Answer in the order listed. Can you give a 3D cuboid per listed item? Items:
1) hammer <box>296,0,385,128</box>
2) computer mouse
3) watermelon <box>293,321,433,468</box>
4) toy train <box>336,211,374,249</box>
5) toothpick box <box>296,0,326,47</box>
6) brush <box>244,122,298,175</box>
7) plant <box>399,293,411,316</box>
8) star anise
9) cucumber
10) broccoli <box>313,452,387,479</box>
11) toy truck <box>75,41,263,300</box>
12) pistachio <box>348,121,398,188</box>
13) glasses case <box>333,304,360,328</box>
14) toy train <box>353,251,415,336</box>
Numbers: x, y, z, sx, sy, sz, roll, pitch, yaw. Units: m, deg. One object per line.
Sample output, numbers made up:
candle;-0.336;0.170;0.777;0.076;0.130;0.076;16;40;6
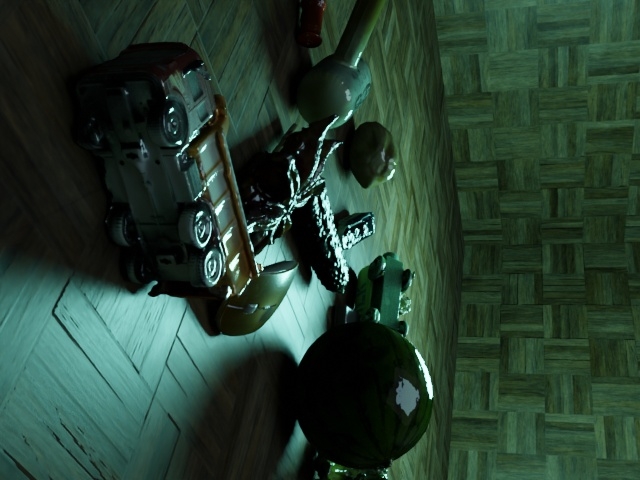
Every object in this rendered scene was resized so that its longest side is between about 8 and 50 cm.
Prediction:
hammer;0.059;-0.349;1.303;0.202;0.113;0.305;-65;178;-61
computer mouse;-0.079;0.076;1.033;0.102;0.045;0.199;-60;168;12
watermelon;0.071;0.256;1.256;0.242;0.243;0.242;-1;90;-74
toy train;0.060;-0.019;1.558;0.234;0.051;0.052;-29;116;-68
toothpick box;-0.017;-0.383;1.330;0.047;0.047;0.083;53;40;-63
brush;-0.071;-0.128;1.150;0.248;0.036;0.043;-67;162;-62
plant;0.158;0.138;1.820;0.121;0.105;0.116;62;-3;-5
star anise;-0.075;-0.064;0.968;0.272;0.103;0.272;-51;174;-8
cucumber;-0.002;0.000;1.314;0.300;0.072;0.072;74;22;-47
broccoli;0.040;0.411;1.327;0.160;0.155;0.167;35;54;-45
toy truck;-0.144;-0.057;0.760;0.135;0.114;0.270;-61;147;-53
pistachio;0.115;-0.194;1.667;0.126;0.108;0.185;111;-13;-49
glasses case;0.045;0.228;1.506;0.072;0.042;0.190;43;48;-62
toy train;0.119;0.150;1.628;0.157;0.105;0.253;-46;-153;47
